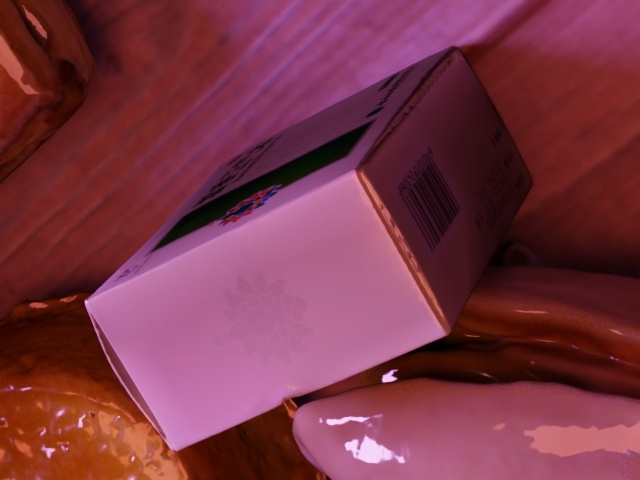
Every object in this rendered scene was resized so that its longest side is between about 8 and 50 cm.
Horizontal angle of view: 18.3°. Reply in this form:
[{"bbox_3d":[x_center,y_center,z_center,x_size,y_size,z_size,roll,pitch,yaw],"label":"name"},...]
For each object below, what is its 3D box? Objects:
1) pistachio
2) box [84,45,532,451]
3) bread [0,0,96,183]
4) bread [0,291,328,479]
[{"bbox_3d":[0.144,0.110,1.042,0.299,0.187,0.187,15,115,20],"label":"pistachio"},{"bbox_3d":[0.000,0.000,1.020,0.168,0.212,0.095,-27,101,24],"label":"box"},{"bbox_3d":[-0.258,-0.122,1.125,0.210,0.099,0.235,-36,102,29],"label":"bread"},{"bbox_3d":[-0.131,0.153,1.164,0.268,0.146,0.268,5,108,16],"label":"bread"}]
